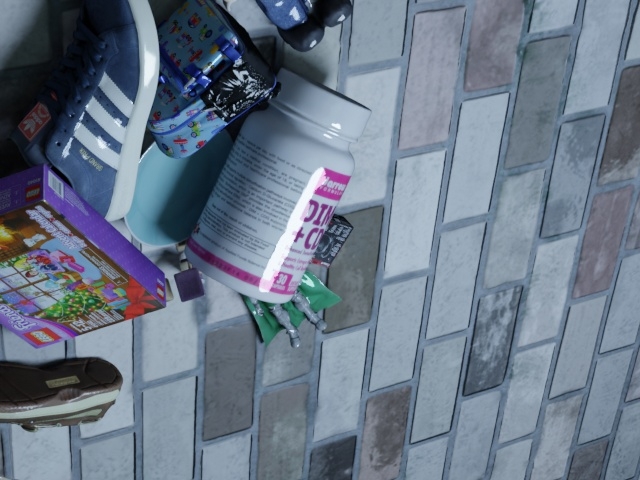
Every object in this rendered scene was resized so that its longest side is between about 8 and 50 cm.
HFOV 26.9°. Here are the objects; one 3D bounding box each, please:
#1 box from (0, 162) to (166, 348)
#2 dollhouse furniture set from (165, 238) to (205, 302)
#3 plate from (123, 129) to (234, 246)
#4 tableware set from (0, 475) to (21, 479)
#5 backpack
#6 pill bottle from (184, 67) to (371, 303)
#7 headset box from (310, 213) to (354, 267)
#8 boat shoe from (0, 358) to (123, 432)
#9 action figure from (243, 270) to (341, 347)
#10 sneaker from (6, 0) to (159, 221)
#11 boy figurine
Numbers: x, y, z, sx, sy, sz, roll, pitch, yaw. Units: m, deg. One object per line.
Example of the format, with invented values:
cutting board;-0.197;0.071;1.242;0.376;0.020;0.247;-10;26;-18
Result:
box;-0.347;0.028;1.655;0.201;0.057;0.293;-18;146;17
dollhouse furniture set;-0.217;0.049;1.875;0.114;0.091;0.081;-18;177;8
plate;-0.189;-0.078;1.762;0.188;0.024;0.188;-30;138;-31
tableware set;-0.470;0.418;1.977;0.104;0.024;0.154;24;107;-42
backpack;-0.159;-0.195;1.629;0.173;0.158;0.117;-40;135;10
pill bottle;-0.053;-0.073;1.767;0.160;0.160;0.283;18;102;-41
headset box;0.000;0.000;1.961;0.062;0.032;0.083;17;113;-40
boat shoe;-0.397;0.228;1.835;0.258;0.095;0.095;1;128;-34
action figure;-0.070;0.064;1.948;0.137;0.063;0.232;-36;131;0
sneaker;-0.290;-0.162;1.580;0.148;0.131;0.350;-10;127;-31
boy figurine;-0.065;-0.360;1.608;0.177;0.092;0.285;-39;138;2
